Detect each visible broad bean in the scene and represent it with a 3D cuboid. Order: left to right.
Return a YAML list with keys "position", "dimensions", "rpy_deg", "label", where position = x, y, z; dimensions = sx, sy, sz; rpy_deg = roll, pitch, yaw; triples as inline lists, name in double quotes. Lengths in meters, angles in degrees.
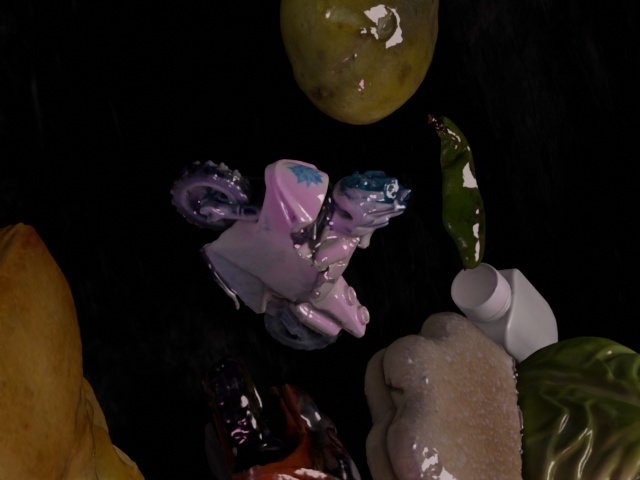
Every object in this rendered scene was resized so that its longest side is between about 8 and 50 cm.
- position: [0.170, -0.062, 1.623]
  dimensions: [0.061, 0.046, 0.195]
  rpy_deg: [-15, 91, -46]
  label: "broad bean"

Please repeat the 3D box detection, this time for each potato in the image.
- position: [0.046, -0.242, 1.373]
  dimensions: [0.228, 0.148, 0.197]
  rpy_deg: [-58, 135, -38]
  label: "potato"

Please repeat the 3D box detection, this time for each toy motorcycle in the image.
- position: [-0.001, 0.266, 1.190]
  dimensions: [0.401, 0.134, 0.207]
  rpy_deg: [63, 3, -53]
  label: "toy motorcycle"
- position: [-0.001, 0.005, 1.198]
  dimensions: [0.239, 0.204, 0.108]
  rpy_deg: [45, 37, -48]
  label: "toy motorcycle"

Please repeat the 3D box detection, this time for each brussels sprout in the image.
- position: [0.331, 0.272, 1.510]
  dimensions: [0.281, 0.355, 0.289]
  rpy_deg: [55, 51, -20]
  label: "brussels sprout"

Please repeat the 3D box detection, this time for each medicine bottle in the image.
- position: [0.234, 0.099, 1.667]
  dimensions: [0.183, 0.069, 0.119]
  rpy_deg: [44, 49, -46]
  label: "medicine bottle"

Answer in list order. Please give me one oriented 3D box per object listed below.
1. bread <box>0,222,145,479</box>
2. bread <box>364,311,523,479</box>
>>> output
- position: [-0.243, 0.153, 0.802]
  dimensions: [0.370, 0.191, 0.314]
  rpy_deg: [64, 36, -28]
  label: "bread"
- position: [0.124, 0.210, 1.400]
  dimensions: [0.183, 0.102, 0.337]
  rpy_deg: [31, 39, -29]
  label: "bread"
